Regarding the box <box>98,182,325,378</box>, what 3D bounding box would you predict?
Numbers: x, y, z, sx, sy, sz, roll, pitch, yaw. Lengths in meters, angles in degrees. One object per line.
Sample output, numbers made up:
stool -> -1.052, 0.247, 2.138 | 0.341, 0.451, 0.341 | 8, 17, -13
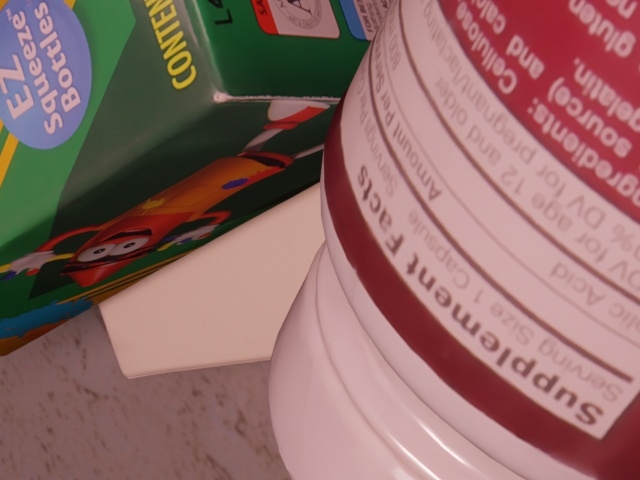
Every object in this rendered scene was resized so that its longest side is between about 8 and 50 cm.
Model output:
box -> 0.000, 0.000, 0.756 | 0.275, 0.094, 0.113 | -9, 101, 38

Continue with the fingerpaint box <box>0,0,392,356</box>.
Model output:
fingerpaint box -> -0.183, -0.194, 0.704 | 0.371, 0.163, 0.445 | -26, 77, 39

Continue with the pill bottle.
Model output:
pill bottle -> 0.133, -0.049, 0.448 | 0.224, 0.224, 0.392 | 41, 132, 16
